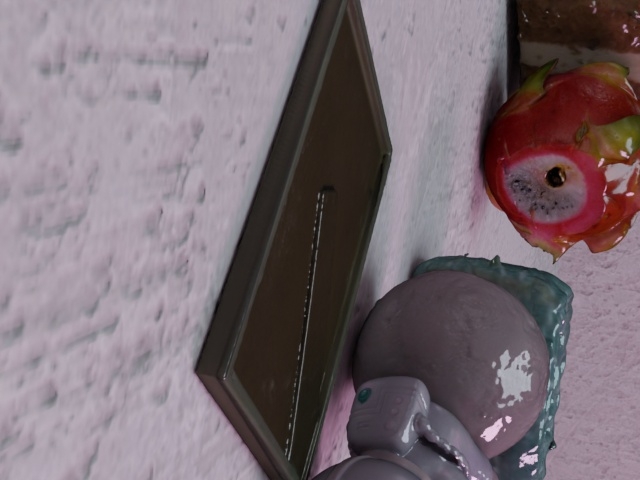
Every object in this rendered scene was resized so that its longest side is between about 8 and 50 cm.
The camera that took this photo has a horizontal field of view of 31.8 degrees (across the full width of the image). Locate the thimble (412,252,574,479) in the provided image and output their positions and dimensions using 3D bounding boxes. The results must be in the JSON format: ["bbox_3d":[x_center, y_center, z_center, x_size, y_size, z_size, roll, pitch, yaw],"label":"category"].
[{"bbox_3d":[0.146,0.123,1.017,0.198,0.143,0.235,-49,142,-63],"label":"thimble"}]

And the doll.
[{"bbox_3d":[0.062,0.138,0.750,0.287,0.151,0.151,-55,150,-48],"label":"doll"}]

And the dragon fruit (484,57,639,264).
[{"bbox_3d":[0.298,-0.101,1.306,0.227,0.224,0.224,-52,148,-43],"label":"dragon fruit"}]

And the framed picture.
[{"bbox_3d":[0.000,0.000,0.654,0.189,0.023,0.260,70,32,-59],"label":"framed picture"}]

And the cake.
[{"bbox_3d":[0.384,-0.294,1.440,0.290,0.256,0.282,80,22,-59],"label":"cake"}]
